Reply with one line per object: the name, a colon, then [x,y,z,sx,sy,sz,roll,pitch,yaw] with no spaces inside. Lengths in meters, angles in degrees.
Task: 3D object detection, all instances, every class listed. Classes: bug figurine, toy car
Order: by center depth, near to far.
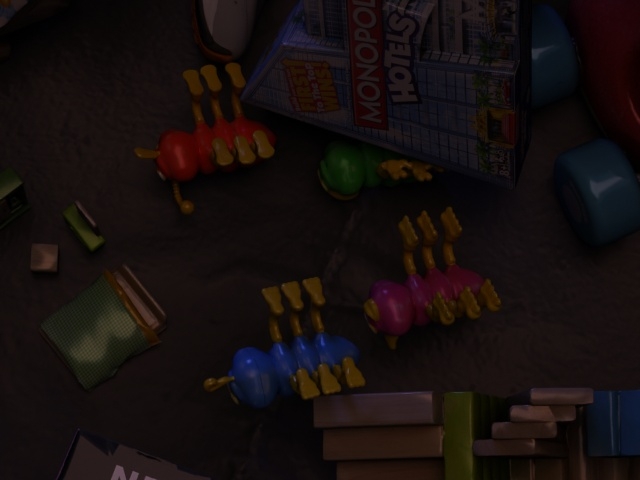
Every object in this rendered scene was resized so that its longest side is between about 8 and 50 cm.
toy car: [0.260,-0.134,1.245,0.219,0.238,0.210,-21,78,-8]
bug figurine: [0.000,0.000,1.260,0.216,0.072,0.279,-9,54,-16]

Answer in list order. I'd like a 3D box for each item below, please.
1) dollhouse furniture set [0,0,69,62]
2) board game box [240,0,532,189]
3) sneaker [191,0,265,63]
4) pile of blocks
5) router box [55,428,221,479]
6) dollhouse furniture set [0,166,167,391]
dollhouse furniture set: [-0.247,-0.367,1.186,0.362,0.256,0.394,-37,81,22]
board game box: [0.040,-0.136,1.231,0.194,0.194,0.060,8,44,15]
sneaker: [-0.015,-0.243,1.335,0.121,0.099,0.262,17,77,-3]
pile of blocks: [0.176,0.156,1.214,0.362,0.149,0.112,-1,82,-2]
router box: [-0.079,0.180,1.202,0.179,0.133,0.046,20,75,3]
dollhouse furniture set: [-0.175,0.022,1.275,0.076,0.058,0.151,-37,80,-11]
